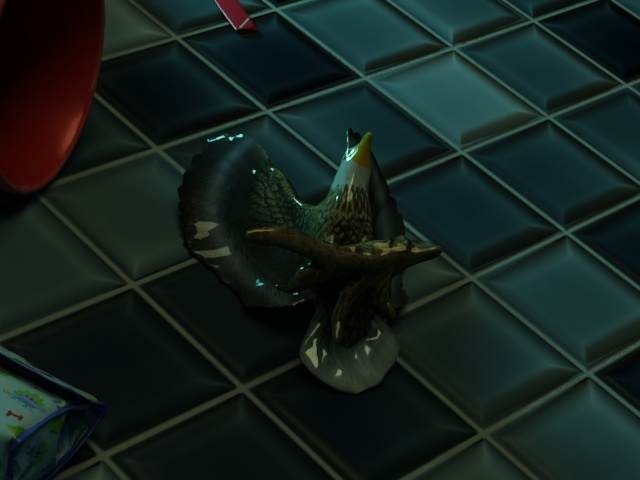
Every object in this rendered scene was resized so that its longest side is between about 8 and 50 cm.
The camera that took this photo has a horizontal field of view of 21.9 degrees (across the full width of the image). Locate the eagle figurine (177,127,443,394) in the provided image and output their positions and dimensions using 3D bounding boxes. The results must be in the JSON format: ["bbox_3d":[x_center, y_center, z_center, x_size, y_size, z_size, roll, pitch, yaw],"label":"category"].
[{"bbox_3d":[0.006,-0.009,1.660,0.226,0.225,0.298,49,-6,-21],"label":"eagle figurine"}]

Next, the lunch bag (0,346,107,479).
[{"bbox_3d":[-0.271,0.144,1.404,0.129,0.096,0.151,26,24,17],"label":"lunch bag"}]

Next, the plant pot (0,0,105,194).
[{"bbox_3d":[-0.383,-0.199,1.672,0.243,0.275,0.275,12,36,14],"label":"plant pot"}]

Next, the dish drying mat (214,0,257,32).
[{"bbox_3d":[-0.108,-0.286,2.074,0.032,0.008,0.083,-7,43,-27],"label":"dish drying mat"}]
